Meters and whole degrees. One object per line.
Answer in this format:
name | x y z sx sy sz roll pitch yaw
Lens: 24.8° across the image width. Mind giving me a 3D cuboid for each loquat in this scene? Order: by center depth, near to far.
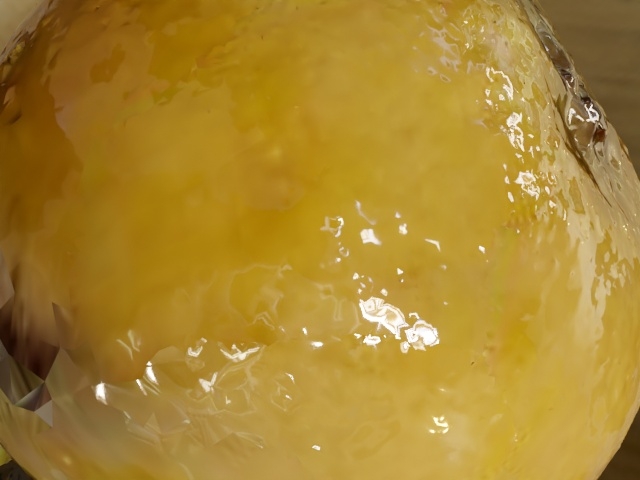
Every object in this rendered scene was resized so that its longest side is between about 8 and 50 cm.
loquat | 0.000 0.000 0.524 0.263 0.263 0.263 -17 -148 11

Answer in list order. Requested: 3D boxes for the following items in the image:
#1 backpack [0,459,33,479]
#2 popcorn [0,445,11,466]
backpack | -0.078 0.161 0.741 0.258 0.133 0.206 -19 -139 -16
popcorn | -0.165 0.137 0.960 0.195 0.255 0.256 -37 -167 -28
